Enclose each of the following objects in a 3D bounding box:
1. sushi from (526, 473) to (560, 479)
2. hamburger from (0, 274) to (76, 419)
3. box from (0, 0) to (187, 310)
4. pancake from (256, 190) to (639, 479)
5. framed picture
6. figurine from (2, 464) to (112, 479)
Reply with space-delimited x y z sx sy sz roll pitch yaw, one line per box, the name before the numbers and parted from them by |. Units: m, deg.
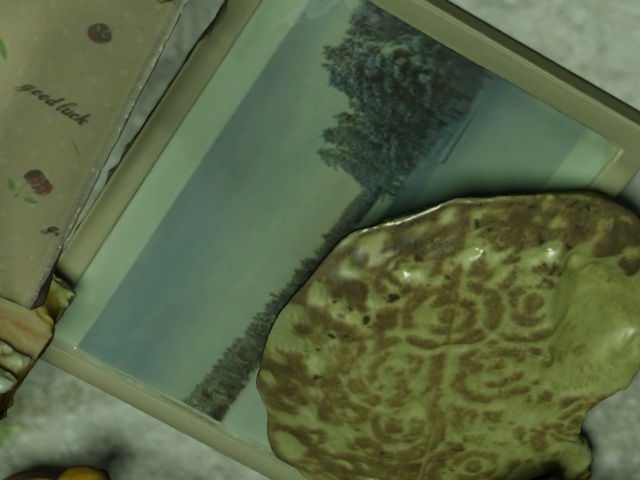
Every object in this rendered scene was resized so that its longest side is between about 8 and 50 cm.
sushi | 0.157 0.255 0.992 0.219 0.238 0.225 27 153 31
hamburger | -0.246 0.040 0.970 0.208 0.135 0.155 38 125 -9
box | -0.119 -0.167 0.765 0.190 0.225 0.297 26 124 -10
pancake | 0.075 0.061 0.988 0.212 0.029 0.235 25 123 -26
framed picture | 0.000 0.000 0.988 0.213 0.016 0.289 29 122 -13
figurine | -0.108 0.193 1.063 0.287 0.176 0.186 -8 105 4
